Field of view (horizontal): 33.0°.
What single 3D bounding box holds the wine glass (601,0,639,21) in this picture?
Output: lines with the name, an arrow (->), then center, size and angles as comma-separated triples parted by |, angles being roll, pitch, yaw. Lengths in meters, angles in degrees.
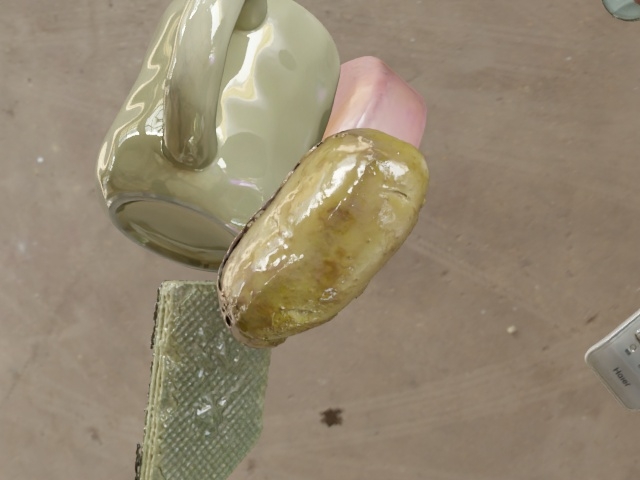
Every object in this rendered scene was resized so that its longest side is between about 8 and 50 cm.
wine glass -> 0.340, -0.280, 1.154 | 0.073, 0.155, 0.073 | 7, 110, 19

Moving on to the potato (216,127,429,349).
potato -> 0.000, 0.000, 0.699 | 0.170, 0.080, 0.107 | -53, 37, 9

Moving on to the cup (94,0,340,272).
cup -> -0.067, -0.101, 0.879 | 0.173, 0.202, 0.255 | 26, 154, -17

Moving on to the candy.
candy -> 0.002, -0.081, 1.170 | 0.094, 0.255, 0.255 | 37, 131, -20

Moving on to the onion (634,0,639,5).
onion -> 0.269, -0.217, 0.614 | 0.120, 0.284, 0.227 | 42, 112, 48

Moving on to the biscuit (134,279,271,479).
biscuit -> -0.127, 0.170, 1.226 | 0.052, 0.150, 0.252 | 11, 93, 49

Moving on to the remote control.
remote control -> 0.488, 0.088, 1.402 | 0.313, 0.055, 0.109 | -40, 100, 2
